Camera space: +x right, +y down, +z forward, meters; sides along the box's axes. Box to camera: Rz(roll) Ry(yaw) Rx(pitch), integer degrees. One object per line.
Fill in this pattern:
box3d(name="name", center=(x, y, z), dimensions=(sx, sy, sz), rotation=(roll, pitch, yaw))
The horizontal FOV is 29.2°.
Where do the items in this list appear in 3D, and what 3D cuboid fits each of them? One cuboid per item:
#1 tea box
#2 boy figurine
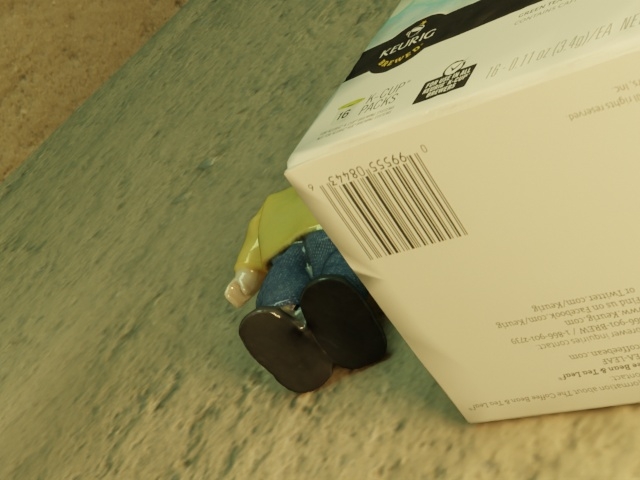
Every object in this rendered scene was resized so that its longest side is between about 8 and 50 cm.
box3d(name="tea box", center=(0.215, -0.096, 0.709), dimensions=(0.329, 0.220, 0.323), rotation=(-16, 30, 41))
box3d(name="boy figurine", center=(0.000, 0.000, 1.005), dimensions=(0.177, 0.092, 0.285), rotation=(-29, 23, 20))
